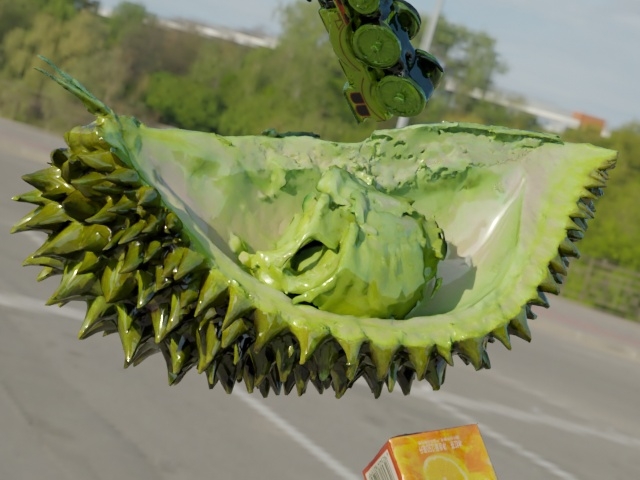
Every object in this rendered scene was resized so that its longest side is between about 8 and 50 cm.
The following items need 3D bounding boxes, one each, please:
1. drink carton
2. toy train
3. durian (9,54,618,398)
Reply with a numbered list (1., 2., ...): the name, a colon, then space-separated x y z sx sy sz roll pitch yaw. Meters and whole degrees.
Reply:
1. drink carton: 0.120 0.276 1.101 0.096 0.222 0.071 -4 -32 -26
2. toy train: 0.017 -0.199 0.939 0.085 0.249 0.053 -1 37 36
3. durian: -0.004 0.008 0.752 0.356 0.169 0.157 5 -6 -24
